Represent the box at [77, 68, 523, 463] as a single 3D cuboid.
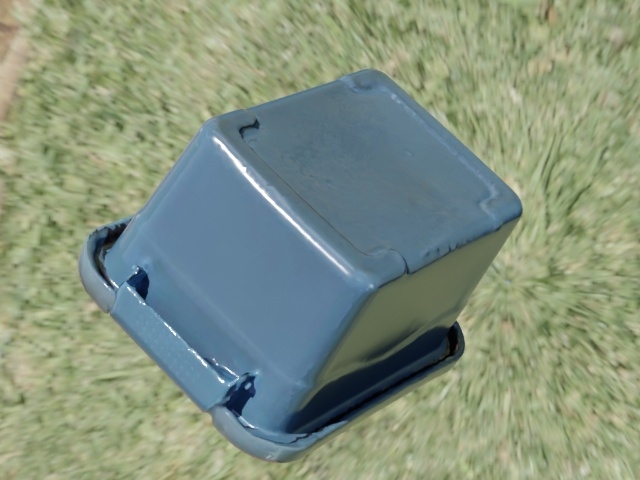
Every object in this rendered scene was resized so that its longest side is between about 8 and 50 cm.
[{"bbox_3d":[0.000,0.000,0.455,0.074,0.099,0.054,42,123,16],"label":"box"}]
